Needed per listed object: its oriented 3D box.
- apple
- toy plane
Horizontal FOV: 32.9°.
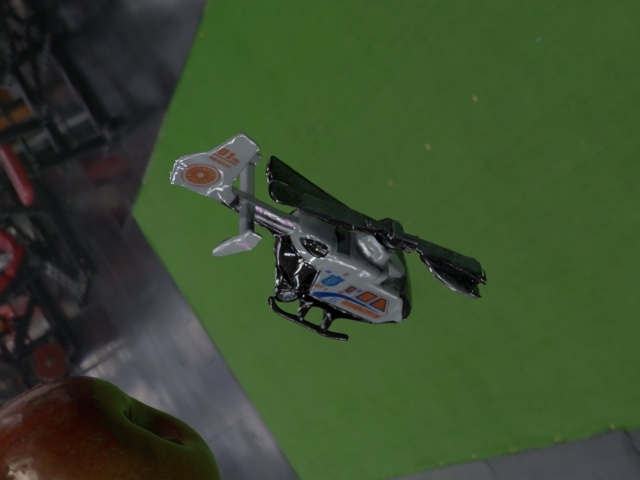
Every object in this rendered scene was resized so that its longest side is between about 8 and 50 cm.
[{"bbox_3d":[-0.216,0.248,1.035,0.253,0.253,0.253,47,156,29],"label":"apple"},{"bbox_3d":[-0.001,0.000,0.552,0.078,0.197,0.053,-25,51,34],"label":"toy plane"}]
